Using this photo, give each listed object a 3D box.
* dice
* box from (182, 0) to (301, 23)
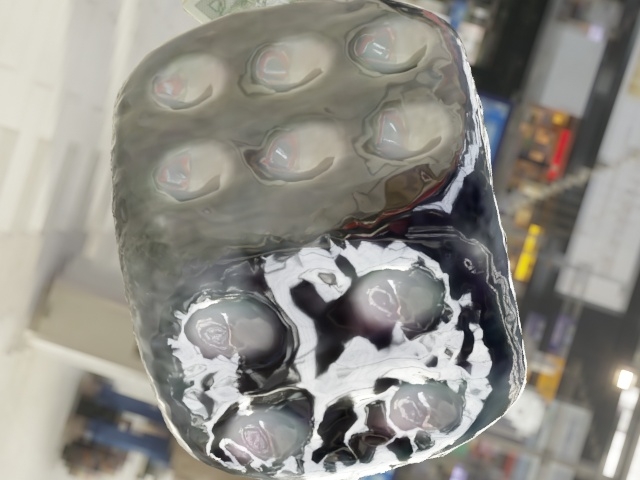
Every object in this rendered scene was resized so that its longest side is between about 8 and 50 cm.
[{"bbox_3d":[0.000,0.000,0.952,0.181,0.182,0.183,-98,175,-47],"label":"dice"},{"bbox_3d":[0.000,-0.259,1.271,0.164,0.069,0.256,-33,-145,34],"label":"box"}]
